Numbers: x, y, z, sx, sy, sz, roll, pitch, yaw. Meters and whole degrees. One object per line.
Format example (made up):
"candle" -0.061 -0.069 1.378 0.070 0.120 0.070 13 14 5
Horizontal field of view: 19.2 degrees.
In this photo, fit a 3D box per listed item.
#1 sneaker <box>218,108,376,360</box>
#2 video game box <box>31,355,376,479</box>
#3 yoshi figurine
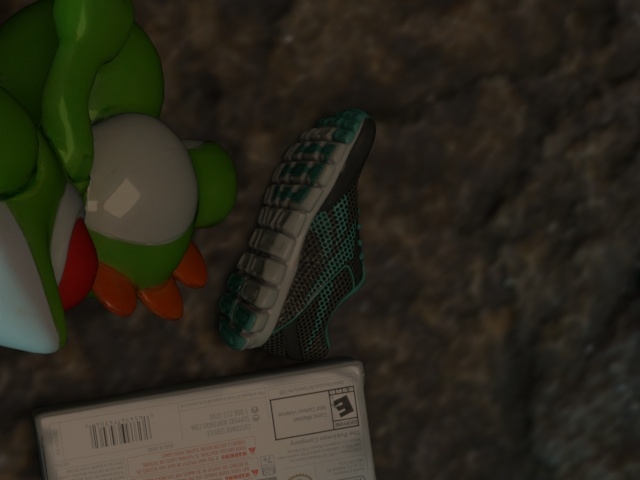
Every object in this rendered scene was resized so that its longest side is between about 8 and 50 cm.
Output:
"sneaker" 0.000 0.000 1.171 0.076 0.065 0.166 26 89 -30
"video game box" -0.063 0.179 1.161 0.205 0.048 0.187 -8 92 -13
"yoshi figurine" -0.182 -0.057 1.012 0.203 0.362 0.203 8 95 27
